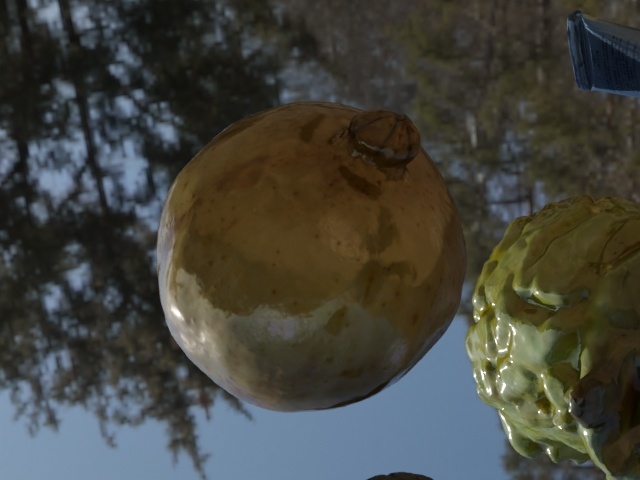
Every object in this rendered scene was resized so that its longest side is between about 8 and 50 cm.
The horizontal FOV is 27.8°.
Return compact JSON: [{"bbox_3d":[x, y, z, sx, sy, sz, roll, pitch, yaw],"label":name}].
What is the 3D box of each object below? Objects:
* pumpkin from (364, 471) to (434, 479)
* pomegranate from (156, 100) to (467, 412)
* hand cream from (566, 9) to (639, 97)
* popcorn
[{"bbox_3d":[0.115,0.472,1.859,0.248,0.248,0.248,-6,-157,3],"label":"pumpkin"},{"bbox_3d":[0.000,0.000,1.503,0.410,0.410,0.410,-6,-157,3],"label":"pomegranate"},{"bbox_3d":[0.333,-0.160,1.213,0.055,0.088,0.256,-35,-146,-28],"label":"hand cream"},{"bbox_3d":[0.264,0.091,1.149,0.293,0.293,0.237,-19,-171,-27],"label":"popcorn"}]
